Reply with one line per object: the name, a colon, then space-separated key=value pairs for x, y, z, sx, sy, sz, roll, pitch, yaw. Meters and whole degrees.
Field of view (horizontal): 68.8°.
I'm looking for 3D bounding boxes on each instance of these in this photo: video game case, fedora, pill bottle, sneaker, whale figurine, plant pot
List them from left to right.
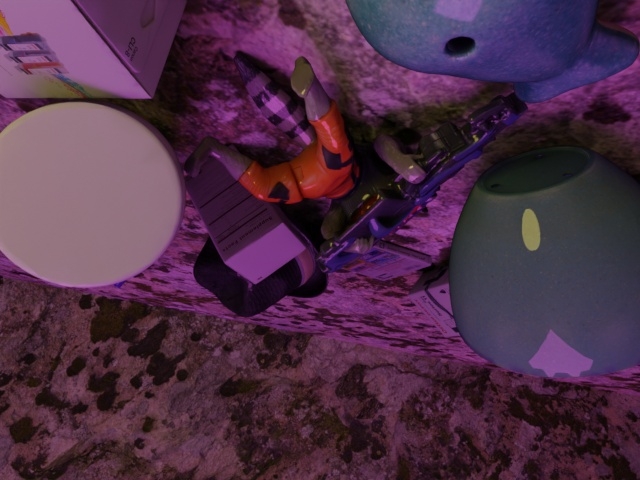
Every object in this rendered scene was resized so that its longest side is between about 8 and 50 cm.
pill bottle: x=-0.281 y=-0.062 z=0.588 sx=0.204 sy=0.205 sz=0.361 roll=19 pitch=180 yaw=-23
fedora: x=-0.144 y=0.052 z=0.920 sx=0.333 sy=0.153 sz=0.334 roll=29 pitch=151 yaw=18
sneaker: x=0.000 y=0.000 z=0.951 sx=0.130 sy=0.087 sz=0.227 roll=14 pitch=166 yaw=-29
video game case: x=0.123 y=0.045 z=1.109 sx=0.193 sy=0.023 sz=0.212 roll=17 pitch=160 yaw=-19
whale figurine: x=0.134 y=-0.168 z=0.342 sx=0.271 sy=0.141 sz=0.216 roll=25 pitch=155 yaw=-37
plant pot: x=0.289 y=-0.003 z=0.592 sx=0.290 sy=0.290 sz=0.196 roll=-6 pitch=119 yaw=38

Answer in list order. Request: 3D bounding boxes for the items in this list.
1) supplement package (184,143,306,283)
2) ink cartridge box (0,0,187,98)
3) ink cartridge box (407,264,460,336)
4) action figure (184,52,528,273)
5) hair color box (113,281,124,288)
supplement package: x=-0.120 y=-0.041 z=0.733 sx=0.105 sy=0.179 sz=0.105 roll=-35 pitch=152 yaw=1
ink cartridge box: x=-0.237 y=-0.215 z=0.416 sx=0.176 sy=0.128 sz=0.127 roll=4 pitch=159 yaw=14
ink cartridge box: x=0.321 y=0.136 z=1.076 sx=0.153 sy=0.087 sz=0.208 roll=47 pitch=154 yaw=-3
action figure: x=0.055 y=-0.118 z=0.586 sx=0.341 sy=0.179 sz=0.330 roll=-38 pitch=142 yaw=28
hair color box: x=-0.557 y=-0.015 z=1.071 sx=0.185 sy=0.110 sz=0.339 roll=33 pitch=161 yaw=9
